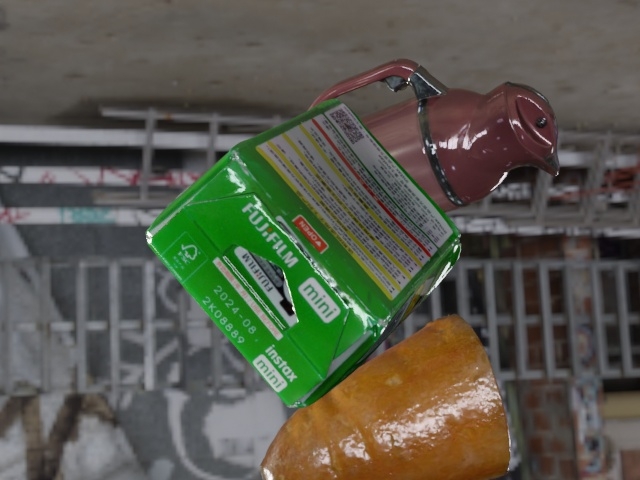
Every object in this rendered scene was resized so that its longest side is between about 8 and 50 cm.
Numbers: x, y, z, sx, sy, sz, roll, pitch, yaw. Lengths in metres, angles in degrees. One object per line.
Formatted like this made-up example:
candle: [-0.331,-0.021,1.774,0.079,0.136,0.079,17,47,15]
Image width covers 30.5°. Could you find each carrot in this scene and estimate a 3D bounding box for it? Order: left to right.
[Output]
carrot: [0.050,0.177,1.102,0.225,0.159,0.159,-18,172,-5]

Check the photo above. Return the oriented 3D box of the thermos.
thermos: [0.054,-0.076,1.074,0.330,0.136,0.109,-17,167,25]

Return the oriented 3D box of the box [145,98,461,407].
box: [0.000,0.000,0.883,0.103,0.180,0.250,-41,178,25]
